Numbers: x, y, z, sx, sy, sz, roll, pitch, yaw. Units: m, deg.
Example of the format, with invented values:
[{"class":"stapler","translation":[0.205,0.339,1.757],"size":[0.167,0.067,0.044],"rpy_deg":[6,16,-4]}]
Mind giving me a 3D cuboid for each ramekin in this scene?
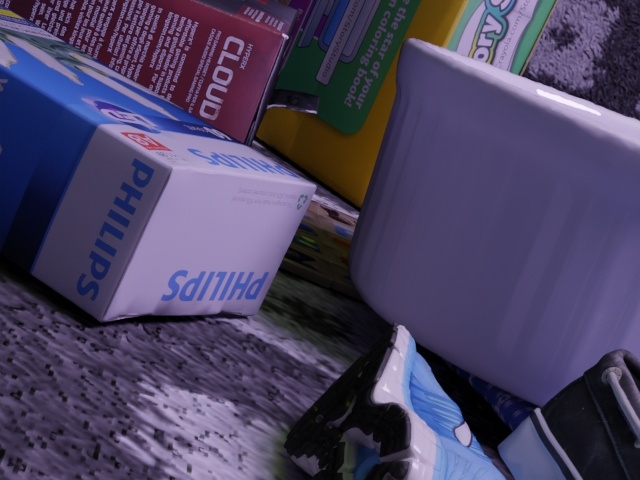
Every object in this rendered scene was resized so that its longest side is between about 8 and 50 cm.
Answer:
[{"class":"ramekin","translation":[0.148,0.005,0.812],"size":[0.277,0.135,0.277],"rpy_deg":[21,10,-4]}]

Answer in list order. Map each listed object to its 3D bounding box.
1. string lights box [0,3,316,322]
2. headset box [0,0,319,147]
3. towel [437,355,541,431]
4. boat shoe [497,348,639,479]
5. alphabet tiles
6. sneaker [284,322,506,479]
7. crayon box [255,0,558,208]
[{"class":"string lights box","translation":[-0.146,-0.055,0.735],"size":[0.259,0.077,0.133],"rpy_deg":[30,12,24]},{"class":"headset box","translation":[-0.140,-0.130,0.965],"size":[0.293,0.110,0.218],"rpy_deg":[21,12,-3]},{"class":"towel","translation":[0.205,0.141,0.724],"size":[0.243,0.040,0.336],"rpy_deg":[19,11,-20]},{"class":"boat shoe","translation":[0.134,0.114,0.510],"size":[0.078,0.070,0.219],"rpy_deg":[37,11,-39]},{"class":"alphabet tiles","translation":[0.000,0.000,0.962],"size":[0.237,0.009,0.198],"rpy_deg":[23,12,-10]},{"class":"sneaker","translation":[0.033,0.087,0.571],"size":[0.073,0.063,0.162],"rpy_deg":[42,12,-12]},{"class":"crayon box","translation":[0.047,-0.239,1.228],"size":[0.106,0.363,0.313],"rpy_deg":[13,17,-47]}]
